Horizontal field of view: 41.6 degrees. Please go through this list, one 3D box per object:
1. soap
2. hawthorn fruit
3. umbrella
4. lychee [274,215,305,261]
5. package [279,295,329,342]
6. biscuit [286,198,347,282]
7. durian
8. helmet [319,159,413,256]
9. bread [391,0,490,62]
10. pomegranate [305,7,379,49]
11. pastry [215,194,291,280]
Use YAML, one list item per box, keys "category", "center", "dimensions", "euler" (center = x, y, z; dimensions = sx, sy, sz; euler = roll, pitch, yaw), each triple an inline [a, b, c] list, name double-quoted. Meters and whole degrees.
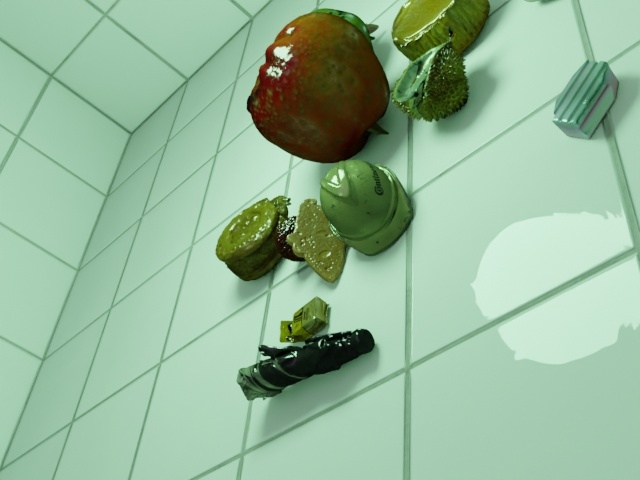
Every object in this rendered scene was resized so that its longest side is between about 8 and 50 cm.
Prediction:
- category: "soap"
  center: [0.515, -0.275, 1.635]
  dimensions: [0.149, 0.056, 0.100]
  euler: [-56, 29, -4]
- category: "hawthorn fruit"
  center: [0.015, -0.390, 2.252]
  dimensions: [0.402, 0.402, 0.403]
  euler: [-38, 30, 27]
- category: "umbrella"
  center: [-0.032, 0.256, 1.835]
  dimensions: [0.357, 0.113, 0.106]
  euler: [-27, 64, 34]
- category: "lychee"
  center: [-0.056, -0.005, 2.171]
  dimensions: [0.123, 0.129, 0.124]
  euler: [-2, 84, 19]
- category: "package"
  center: [-0.037, 0.193, 1.977]
  dimensions: [0.131, 0.047, 0.071]
  euler: [-39, 32, 29]
- category: "biscuit"
  center: [0.000, 0.000, 2.079]
  dimensions: [0.162, 0.035, 0.250]
  euler: [-14, 55, -1]
- category: "durian"
  center: [0.290, -0.385, 2.041]
  dimensions: [0.237, 0.137, 0.193]
  euler: [-57, 22, -4]
- category: "helmet"
  center: [0.079, -0.101, 1.950]
  dimensions: [0.204, 0.137, 0.257]
  euler: [-48, 48, 7]
- category: "bread"
  center: [0.318, -0.580, 2.226]
  dimensions: [0.253, 0.142, 0.228]
  euler: [-21, 39, 42]
- category: "pomegranate"
  center: [0.046, -0.593, 2.544]
  dimensions: [0.323, 0.291, 0.290]
  euler: [-52, 26, -14]
- category: "pastry"
  center: [-0.177, -0.002, 2.366]
  dimensions: [0.240, 0.132, 0.235]
  euler: [-1, 48, 50]
